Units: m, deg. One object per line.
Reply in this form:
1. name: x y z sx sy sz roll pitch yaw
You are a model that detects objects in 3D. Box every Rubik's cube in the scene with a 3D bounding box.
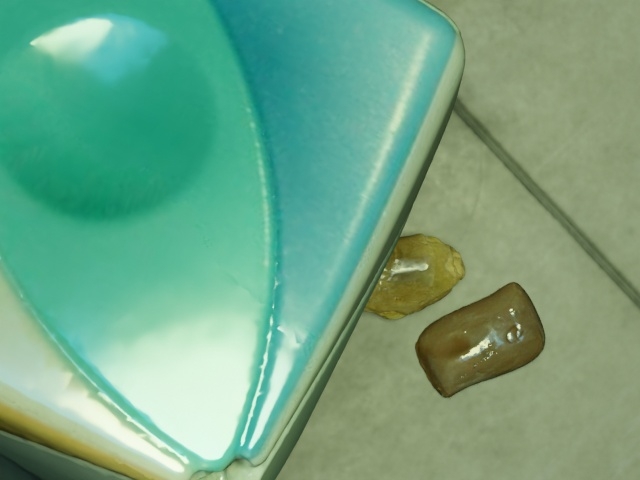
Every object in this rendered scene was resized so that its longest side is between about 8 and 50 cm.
1. Rubik's cube: -0.136 -0.016 1.162 0.347 0.352 0.351 27 69 2

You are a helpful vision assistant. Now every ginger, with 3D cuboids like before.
1. ginger: 0.008 -0.008 1.395 0.214 0.059 0.133 4 94 -2

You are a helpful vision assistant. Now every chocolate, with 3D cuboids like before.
1. chocolate: 0.125 0.077 1.418 0.101 0.031 0.064 -23 87 -2
